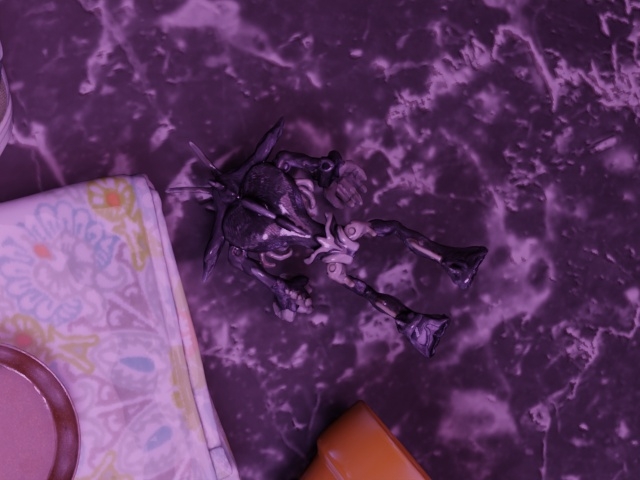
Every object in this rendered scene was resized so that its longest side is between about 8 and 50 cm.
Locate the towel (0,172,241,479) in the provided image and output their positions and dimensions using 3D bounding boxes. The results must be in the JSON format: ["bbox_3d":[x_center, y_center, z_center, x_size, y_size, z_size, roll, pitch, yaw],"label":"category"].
[{"bbox_3d":[-0.273,0.132,1.627,0.374,0.090,0.320,-16,93,-22],"label":"towel"}]

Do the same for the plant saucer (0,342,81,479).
[{"bbox_3d":[-0.280,0.165,1.560,0.168,0.029,0.168,1,88,-22],"label":"plant saucer"}]

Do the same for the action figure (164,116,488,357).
[{"bbox_3d":[0.000,0.000,1.715,0.275,0.141,0.164,28,87,7],"label":"action figure"}]

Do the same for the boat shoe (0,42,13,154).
[{"bbox_3d":[-0.336,-0.040,1.525,0.118,0.103,0.320,22,53,7],"label":"boat shoe"}]

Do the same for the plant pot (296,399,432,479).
[{"bbox_3d":[0.030,0.279,1.702,0.188,0.205,0.205,-40,105,-1],"label":"plant pot"}]
